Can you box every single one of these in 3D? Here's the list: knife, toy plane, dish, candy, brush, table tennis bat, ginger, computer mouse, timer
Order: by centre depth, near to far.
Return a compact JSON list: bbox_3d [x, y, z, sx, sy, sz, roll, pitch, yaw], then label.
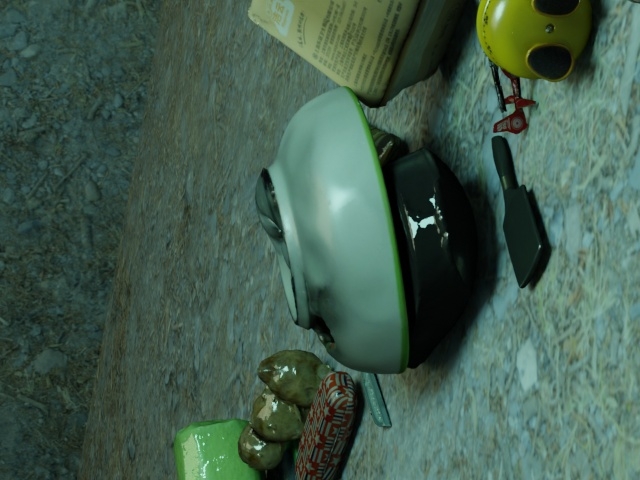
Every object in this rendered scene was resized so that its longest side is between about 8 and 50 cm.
[{"bbox_3d":[0.194,-0.203,1.432,0.109,0.107,0.107,-134,51,-64],"label":"timer"},{"bbox_3d":[0.188,-0.176,1.530,0.037,0.060,0.145,-146,48,-72],"label":"toy plane"},{"bbox_3d":[0.192,-0.039,1.544,0.063,0.016,0.193,112,157,-43],"label":"brush"},{"bbox_3d":[0.116,0.017,1.676,0.295,0.087,0.168,97,162,-62],"label":"computer mouse"},{"bbox_3d":[0.000,0.000,1.717,0.324,0.124,0.324,169,90,-85],"label":"dish"},{"bbox_3d":[0.059,0.163,1.941,0.210,0.015,0.028,-105,32,-50],"label":"knife"},{"bbox_3d":[-0.055,0.233,2.144,0.080,0.104,0.204,-88,16,-54],"label":"ginger"},{"bbox_3d":[-0.129,0.424,2.233,0.142,0.132,0.344,128,135,-63],"label":"candy"},{"bbox_3d":[-0.051,0.307,2.240,0.160,0.039,0.257,144,127,-68],"label":"table tennis bat"}]

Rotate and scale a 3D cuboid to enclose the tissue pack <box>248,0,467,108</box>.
[{"bbox_3d":[0.086,-0.346,1.721,0.305,0.238,0.238,110,158,-45],"label":"tissue pack"}]

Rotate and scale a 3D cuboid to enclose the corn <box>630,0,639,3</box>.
[{"bbox_3d":[0.283,-0.212,1.176,0.280,0.092,0.092,-135,52,-76],"label":"corn"}]

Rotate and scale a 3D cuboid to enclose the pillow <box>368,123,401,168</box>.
[{"bbox_3d":[0.025,-0.053,1.984,0.208,0.052,0.212,-63,17,5],"label":"pillow"}]

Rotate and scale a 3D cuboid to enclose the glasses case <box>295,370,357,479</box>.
[{"bbox_3d":[0.011,0.249,2.014,0.073,0.049,0.194,-103,24,-50],"label":"glasses case"}]
